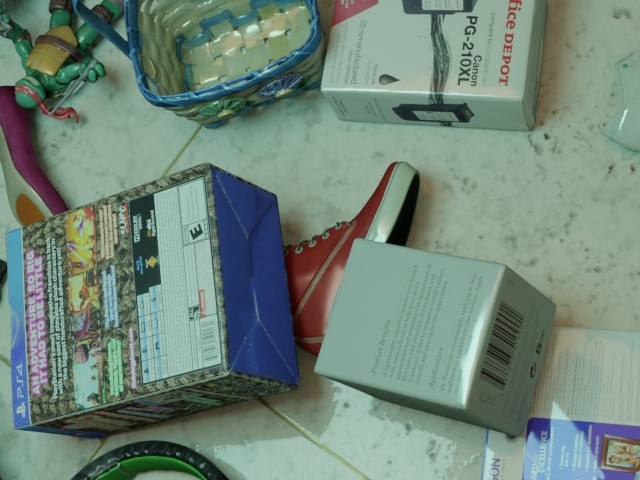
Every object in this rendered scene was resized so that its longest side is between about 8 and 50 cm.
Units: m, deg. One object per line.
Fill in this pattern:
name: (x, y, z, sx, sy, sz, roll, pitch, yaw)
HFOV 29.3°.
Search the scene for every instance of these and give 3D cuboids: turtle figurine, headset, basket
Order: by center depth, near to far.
headset: (-0.154, 0.406, 1.314, 0.243, 0.185, 0.394, -31, 53, -1)
basket: (-0.113, -0.263, 1.400, 0.255, 0.289, 0.201, -20, 62, 12)
turtle figurine: (-0.336, -0.247, 1.547, 0.175, 0.118, 0.234, 24, 63, 2)

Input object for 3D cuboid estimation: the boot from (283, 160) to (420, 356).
boot: (0.000, 0.000, 1.405, 0.176, 0.088, 0.244, 23, 84, 21)

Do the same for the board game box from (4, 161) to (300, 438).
board game box: (-0.192, 0.076, 1.358, 0.291, 0.141, 0.232, -16, 69, 27)

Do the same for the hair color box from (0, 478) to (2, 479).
hair color box: (-0.495, 0.241, 1.355, 0.185, 0.110, 0.339, -35, 86, 3)

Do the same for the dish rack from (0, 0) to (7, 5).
dish rack: (-0.424, -0.444, 1.628, 0.285, 0.072, 0.333, 36, 85, 37)

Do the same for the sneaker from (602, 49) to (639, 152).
sneaker: (0.382, -0.201, 1.378, 0.094, 0.080, 0.212, 19, 80, 31)

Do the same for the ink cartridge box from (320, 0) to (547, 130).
ink cartridge box: (0.136, -0.228, 1.430, 0.237, 0.100, 0.172, 5, 75, 16)

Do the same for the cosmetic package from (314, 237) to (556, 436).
cosmetic package: (0.122, 0.101, 1.281, 0.184, 0.151, 0.151, 11, 78, 34)

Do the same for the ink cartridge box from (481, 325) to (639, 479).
ink cartridge box: (0.281, 0.193, 1.292, 0.208, 0.045, 0.206, 3, 73, 19)

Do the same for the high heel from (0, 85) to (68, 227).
high heel: (-0.355, -0.093, 1.543, 0.244, 0.082, 0.117, 45, 49, 12)

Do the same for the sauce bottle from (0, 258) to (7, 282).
sauce bottle: (-0.424, 0.080, 1.510, 0.042, 0.042, 0.128, 22, 78, 19)
